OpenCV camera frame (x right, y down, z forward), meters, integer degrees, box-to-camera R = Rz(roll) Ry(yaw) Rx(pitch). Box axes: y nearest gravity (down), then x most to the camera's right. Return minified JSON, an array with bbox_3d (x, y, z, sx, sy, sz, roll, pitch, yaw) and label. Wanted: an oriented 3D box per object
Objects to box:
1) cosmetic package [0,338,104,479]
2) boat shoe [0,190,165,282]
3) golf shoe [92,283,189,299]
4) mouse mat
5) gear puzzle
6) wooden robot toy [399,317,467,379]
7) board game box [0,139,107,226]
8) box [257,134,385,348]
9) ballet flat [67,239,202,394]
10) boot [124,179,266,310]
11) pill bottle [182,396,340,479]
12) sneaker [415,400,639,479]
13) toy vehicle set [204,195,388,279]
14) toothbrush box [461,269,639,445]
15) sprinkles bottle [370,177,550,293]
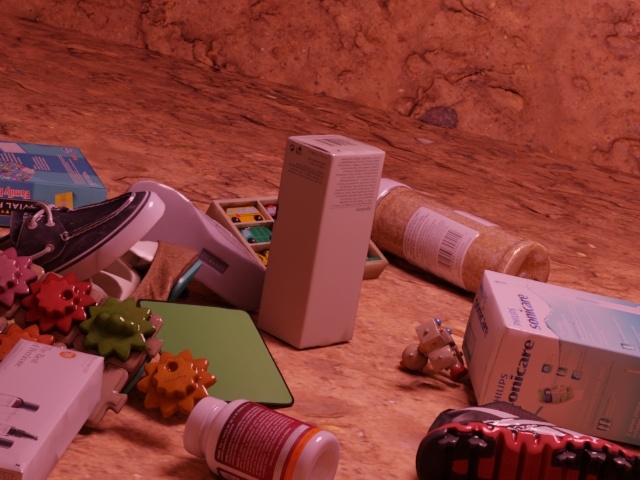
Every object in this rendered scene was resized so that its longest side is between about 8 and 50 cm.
[{"bbox_3d":[-0.302,0.182,1.514,0.099,0.060,0.239,14,24,5],"label":"cosmetic package"},{"bbox_3d":[-0.334,0.004,1.815,0.301,0.102,0.108,-27,20,10],"label":"boat shoe"},{"bbox_3d":[-0.260,0.058,2.047,0.086,0.067,0.186,25,20,38],"label":"golf shoe"},{"bbox_3d":[-0.123,0.134,1.790,0.189,0.007,0.153,10,43,-48],"label":"mouse mat"},{"bbox_3d":[-0.275,0.116,1.672,0.339,0.044,0.175,21,56,16],"label":"gear puzzle"},{"bbox_3d":[0.143,0.156,1.998,0.079,0.076,0.173,-26,-16,8],"label":"wooden robot toy"},{"bbox_3d":[-0.532,-0.096,2.401,0.336,0.079,0.254,5,16,-21],"label":"board game box"},{"bbox_3d":[0.000,0.000,2.037,0.113,0.275,0.094,-4,21,-46],"label":"box"},{"bbox_3d":[-0.238,0.068,1.862,0.124,0.116,0.342,37,26,-8],"label":"ballet flat"},{"bbox_3d":[-0.183,0.003,2.140,0.258,0.095,0.123,42,-2,-18],"label":"boot"},{"bbox_3d":[-0.063,0.216,1.569,0.152,0.086,0.086,18,17,25],"label":"pill bottle"},{"bbox_3d":[0.241,0.239,1.669,0.276,0.098,0.135,9,17,0],"label":"sneaker"},{"bbox_3d":[-0.035,-0.001,2.347,0.267,0.035,0.166,-6,48,-46],"label":"toy vehicle set"},{"bbox_3d":[0.348,0.156,1.954,0.295,0.126,0.216,13,18,-7],"label":"toothbrush box"},{"bbox_3d":[0.206,0.004,2.464,0.121,0.121,0.355,-4,21,-42],"label":"sprinkles bottle"}]
